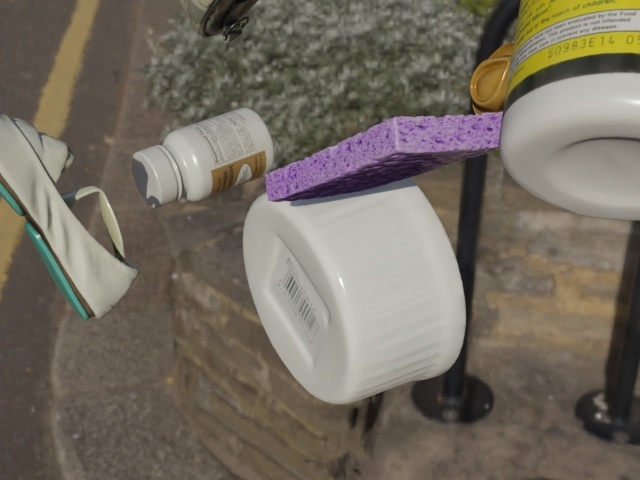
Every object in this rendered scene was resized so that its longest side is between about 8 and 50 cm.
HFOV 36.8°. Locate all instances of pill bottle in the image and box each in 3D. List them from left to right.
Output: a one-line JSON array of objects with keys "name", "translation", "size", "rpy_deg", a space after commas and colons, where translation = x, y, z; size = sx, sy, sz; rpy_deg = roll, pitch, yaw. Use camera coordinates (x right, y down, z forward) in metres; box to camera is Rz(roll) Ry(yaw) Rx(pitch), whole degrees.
[{"name": "pill bottle", "translation": [-0.207, -0.142, 1.693], "size": [0.229, 0.131, 0.131], "rpy_deg": [-24, 37, -30]}, {"name": "pill bottle", "translation": [0.257, -0.200, 0.767], "size": [0.187, 0.188, 0.334], "rpy_deg": [7, 69, 13]}]

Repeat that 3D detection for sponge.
[{"name": "sponge", "translation": [0.050, -0.069, 0.829], "size": [0.117, 0.031, 0.210], "rpy_deg": [-8, -3, -32]}]

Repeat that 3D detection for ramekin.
[{"name": "ramekin", "translation": [0.025, 0.048, 1.078], "size": [0.135, 0.277, 0.277], "rpy_deg": [-20, 35, -25]}]

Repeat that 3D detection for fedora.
[{"name": "fedora", "translation": [0.374, -0.330, 2.010], "size": [0.079, 0.194, 0.194], "rpy_deg": [7, 19, -41]}]

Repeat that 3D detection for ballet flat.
[{"name": "ballet flat", "translation": [-0.379, -0.062, 1.350], "size": [0.139, 0.400, 0.139], "rpy_deg": [-17, 35, 13]}]

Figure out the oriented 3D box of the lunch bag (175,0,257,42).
[{"name": "lunch bag", "translation": [-0.124, -0.379, 0.929], "size": [0.305, 0.256, 0.212], "rpy_deg": [48, 31, -3]}]
